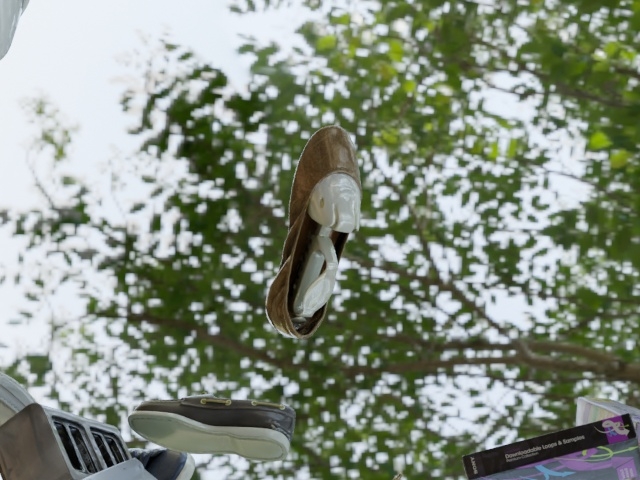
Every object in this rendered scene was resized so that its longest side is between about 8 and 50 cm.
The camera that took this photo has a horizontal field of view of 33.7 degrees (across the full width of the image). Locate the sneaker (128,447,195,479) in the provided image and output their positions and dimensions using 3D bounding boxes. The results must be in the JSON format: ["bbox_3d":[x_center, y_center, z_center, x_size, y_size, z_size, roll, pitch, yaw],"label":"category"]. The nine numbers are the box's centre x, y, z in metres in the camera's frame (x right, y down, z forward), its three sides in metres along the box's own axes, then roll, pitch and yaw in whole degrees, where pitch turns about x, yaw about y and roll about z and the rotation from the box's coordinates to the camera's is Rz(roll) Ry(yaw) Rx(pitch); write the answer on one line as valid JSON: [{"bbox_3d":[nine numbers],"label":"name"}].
[{"bbox_3d":[-0.387,0.407,1.892,0.350,0.148,0.131,-16,-148,31],"label":"sneaker"}]

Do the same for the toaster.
[{"bbox_3d":[-0.338,0.318,1.418,0.110,0.168,0.185,-42,-126,10],"label":"toaster"}]

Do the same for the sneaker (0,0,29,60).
[{"bbox_3d":[-0.175,-0.241,0.695,0.106,0.123,0.290,121,-25,-67],"label":"sneaker"}]

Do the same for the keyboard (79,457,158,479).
[{"bbox_3d":[-0.228,0.295,1.241,0.014,0.072,0.256,-48,173,-1],"label":"keyboard"}]

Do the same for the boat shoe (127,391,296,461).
[{"bbox_3d":[-0.146,0.246,1.435,0.081,0.228,0.068,84,17,-46],"label":"boat shoe"}]

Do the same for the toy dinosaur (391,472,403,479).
[{"bbox_3d":[0.148,0.569,2.162,0.092,0.053,0.183,38,51,-71],"label":"toy dinosaur"}]

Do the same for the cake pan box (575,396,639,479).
[{"bbox_3d":[0.453,0.385,1.603,0.246,0.070,0.267,-160,-106,-85],"label":"cake pan box"}]

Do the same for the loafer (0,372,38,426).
[{"bbox_3d":[-0.627,0.262,1.824,0.112,0.319,0.111,-53,-170,35],"label":"loafer"}]

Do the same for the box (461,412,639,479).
[{"bbox_3d":[0.226,0.217,1.017,0.116,0.162,0.029,55,22,-55],"label":"box"}]

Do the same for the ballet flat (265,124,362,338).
[{"bbox_3d":[0.000,0.000,1.620,0.124,0.116,0.342,43,-62,60],"label":"ballet flat"}]
